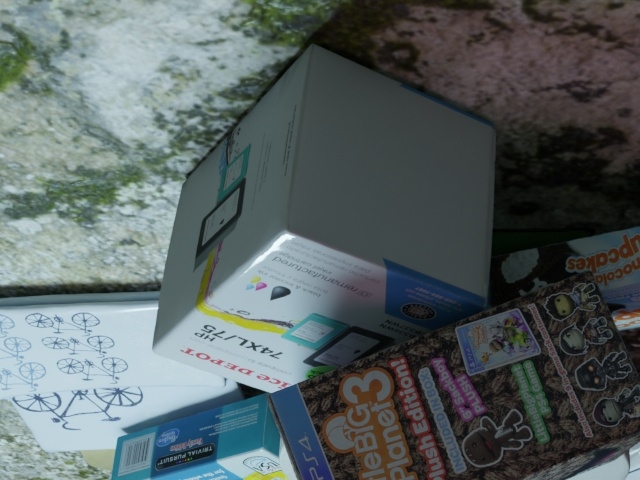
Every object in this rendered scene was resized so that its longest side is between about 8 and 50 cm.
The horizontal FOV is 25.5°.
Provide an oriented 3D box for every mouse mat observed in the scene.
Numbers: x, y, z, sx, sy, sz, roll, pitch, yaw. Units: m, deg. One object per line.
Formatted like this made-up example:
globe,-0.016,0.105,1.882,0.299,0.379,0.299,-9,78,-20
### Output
mouse mat,0.160,0.020,1.396,0.190,0.007,0.152,-1,157,-34

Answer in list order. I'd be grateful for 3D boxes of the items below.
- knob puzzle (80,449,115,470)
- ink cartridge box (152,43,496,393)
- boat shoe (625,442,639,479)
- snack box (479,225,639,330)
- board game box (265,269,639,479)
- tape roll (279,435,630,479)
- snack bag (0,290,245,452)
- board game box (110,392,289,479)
knob puzzle,-0.239,0.262,1.878,0.213,0.030,0.213,3,142,3
ink cartridge box,0.000,0.000,1.283,0.198,0.197,0.270,21,145,-21
boat shoe,0.345,0.258,1.724,0.088,0.096,0.267,49,142,-9
snack box,0.253,0.050,1.379,0.322,0.060,0.187,-13,162,23
board game box,0.119,0.166,1.241,0.291,0.141,0.232,-21,164,-2
tape roll,0.147,0.225,1.573,0.392,0.072,0.392,2,153,1
snack bag,-0.257,0.173,1.717,0.323,0.037,0.342,-3,141,11
board game box,-0.059,0.321,1.809,0.254,0.079,0.336,-20,140,34
